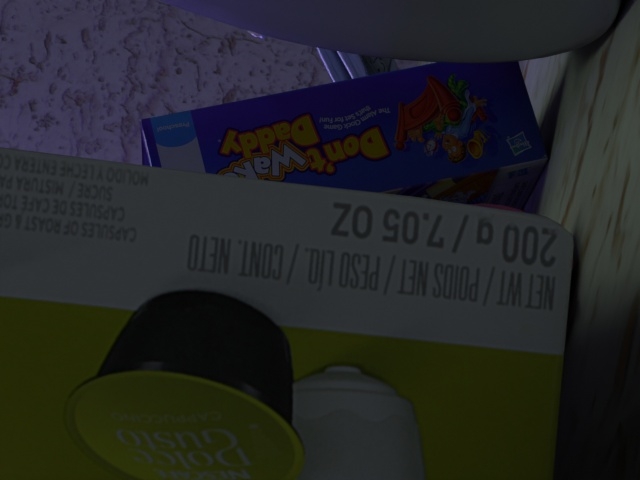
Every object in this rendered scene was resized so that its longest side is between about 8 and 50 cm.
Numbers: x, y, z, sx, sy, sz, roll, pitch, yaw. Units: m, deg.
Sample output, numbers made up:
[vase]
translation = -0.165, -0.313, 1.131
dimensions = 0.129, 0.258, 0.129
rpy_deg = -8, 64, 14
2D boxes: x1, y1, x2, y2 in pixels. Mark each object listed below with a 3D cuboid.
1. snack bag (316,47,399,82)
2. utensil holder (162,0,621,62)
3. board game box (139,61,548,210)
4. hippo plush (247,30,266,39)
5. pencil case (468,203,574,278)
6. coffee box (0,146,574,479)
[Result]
[snack bag]
translation = 0.058, -0.147, 1.683
dimensions = 0.323, 0.037, 0.342
rpy_deg = -79, -34, -69
[utensil holder]
translation = 0.041, -0.320, 0.929
dimensions = 0.327, 0.328, 0.385
rpy_deg = 104, 176, -81
[board game box]
translation = 0.000, 0.000, 1.198
dimensions = 0.347, 0.233, 0.078
rpy_deg = 103, 154, -69
[hippo plush]
translation = 0.063, -0.256, 1.429
dimensions = 0.294, 0.237, 0.234
rpy_deg = 104, 179, -62
[pencil case]
translation = 0.061, 0.089, 0.874
dimensions = 0.098, 0.095, 0.209
rpy_deg = 40, 127, 46
[coffee box]
translation = -0.126, 0.144, 0.682
dimensions = 0.338, 0.338, 0.334
rpy_deg = 172, 105, -78
